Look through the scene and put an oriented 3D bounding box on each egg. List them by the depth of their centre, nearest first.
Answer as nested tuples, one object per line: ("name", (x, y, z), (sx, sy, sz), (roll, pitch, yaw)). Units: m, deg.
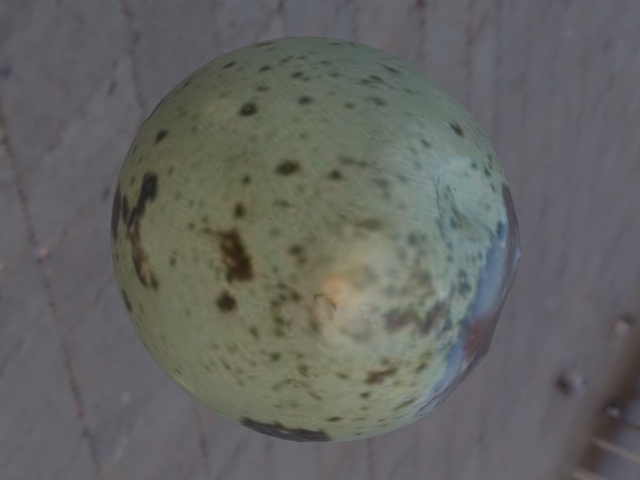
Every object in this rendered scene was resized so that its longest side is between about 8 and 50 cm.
("egg", (0.000, 0.000, 0.379), (0.085, 0.085, 0.110), (-68, -158, 0))
